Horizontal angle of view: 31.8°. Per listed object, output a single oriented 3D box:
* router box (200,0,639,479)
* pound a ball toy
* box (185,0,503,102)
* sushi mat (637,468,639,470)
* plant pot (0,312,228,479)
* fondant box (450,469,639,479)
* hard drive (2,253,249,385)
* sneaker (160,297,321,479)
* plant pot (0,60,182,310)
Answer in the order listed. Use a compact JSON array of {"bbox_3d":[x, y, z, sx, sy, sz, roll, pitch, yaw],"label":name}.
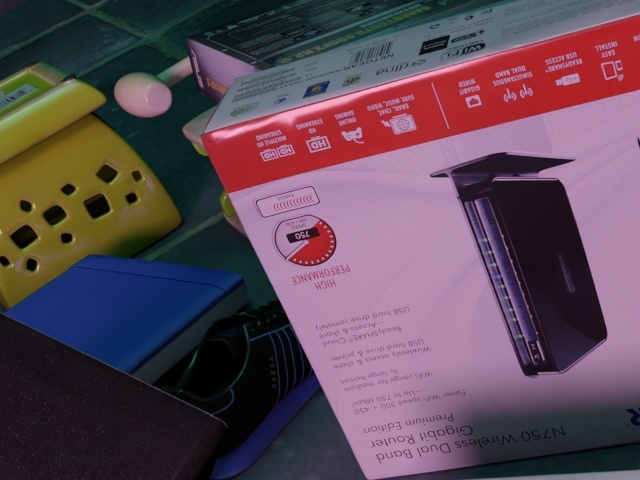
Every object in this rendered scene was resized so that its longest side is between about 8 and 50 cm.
[{"bbox_3d":[0.139,0.000,0.721,0.335,0.301,0.082,-13,30,21],"label":"router box"},{"bbox_3d":[-0.028,-0.143,1.194,0.319,0.208,0.136,-31,28,-14],"label":"pound a ball toy"},{"bbox_3d":[0.026,-0.168,0.952,0.231,0.056,0.183,-24,29,-20],"label":"box"},{"bbox_3d":[0.085,0.246,0.640,0.317,0.019,0.151,-27,29,-5],"label":"sushi mat"},{"bbox_3d":[-0.190,0.177,0.756,0.188,0.187,0.167,26,63,2],"label":"plant pot"},{"bbox_3d":[0.082,0.261,0.507,0.238,0.096,0.330,-9,36,22],"label":"fondant box"},{"bbox_3d":[-0.242,0.108,1.025,0.210,0.040,0.319,6,29,33],"label":"hard drive"},{"bbox_3d":[-0.043,0.087,0.933,0.081,0.090,0.232,0,36,38],"label":"sneaker"},{"bbox_3d":[-0.330,-0.076,1.314,0.228,0.207,0.227,-32,28,-17],"label":"plant pot"}]
